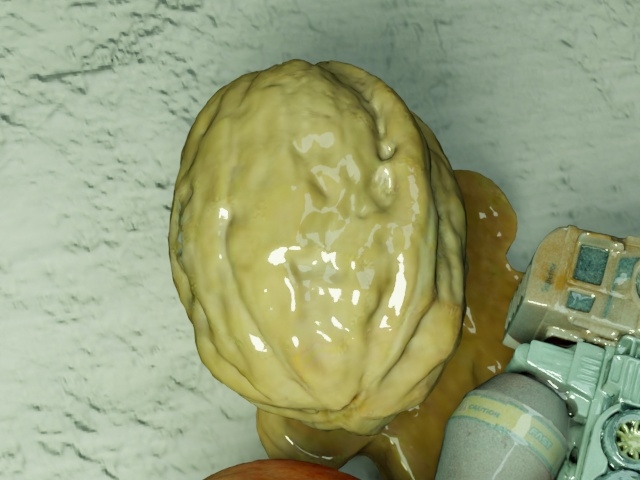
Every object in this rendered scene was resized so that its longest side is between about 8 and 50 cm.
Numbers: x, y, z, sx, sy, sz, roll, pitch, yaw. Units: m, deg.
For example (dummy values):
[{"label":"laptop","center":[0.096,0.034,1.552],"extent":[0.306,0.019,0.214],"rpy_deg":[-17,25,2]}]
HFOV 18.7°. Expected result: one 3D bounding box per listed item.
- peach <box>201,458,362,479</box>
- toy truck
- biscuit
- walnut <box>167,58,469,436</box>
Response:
[{"label":"peach","center":[0.002,0.252,1.118],"extent":[0.256,0.232,0.232],"rpy_deg":[28,55,4]},{"label":"toy truck","center":[0.153,0.112,1.276],"extent":[0.140,0.108,0.257],"rpy_deg":[17,64,1]},{"label":"biscuit","center":[0.072,0.074,1.349],"extent":[0.355,0.052,0.275],"rpy_deg":[37,59,-3]},{"label":"walnut","center":[0.000,0.000,1.216],"extent":[0.198,0.198,0.245],"rpy_deg":[7,68,-21]}]
